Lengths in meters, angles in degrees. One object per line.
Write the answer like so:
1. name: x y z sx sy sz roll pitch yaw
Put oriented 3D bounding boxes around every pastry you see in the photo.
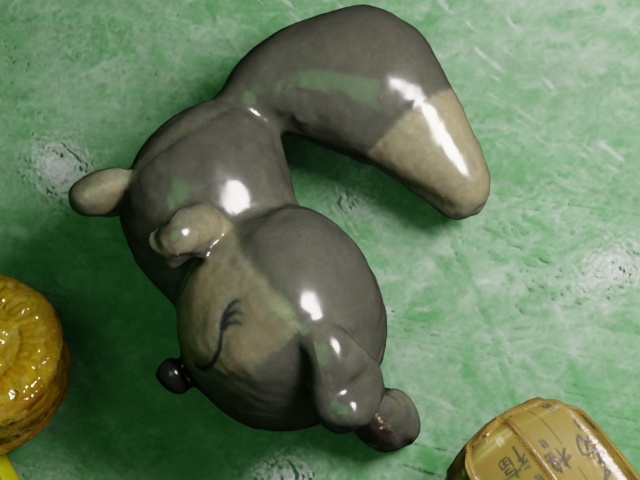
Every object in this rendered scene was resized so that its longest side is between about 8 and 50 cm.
1. pastry: -0.342 0.121 1.796 0.188 0.103 0.189 -2 58 3

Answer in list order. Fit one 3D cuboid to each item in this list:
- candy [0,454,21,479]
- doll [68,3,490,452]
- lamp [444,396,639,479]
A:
1. candy: -0.367 0.278 1.820 0.187 0.081 0.297 -39 63 7
2. doll: -0.005 -0.006 1.648 0.378 0.252 0.382 -44 77 10
3. lamp: 0.206 0.239 1.584 0.161 0.161 0.185 -43 70 10
